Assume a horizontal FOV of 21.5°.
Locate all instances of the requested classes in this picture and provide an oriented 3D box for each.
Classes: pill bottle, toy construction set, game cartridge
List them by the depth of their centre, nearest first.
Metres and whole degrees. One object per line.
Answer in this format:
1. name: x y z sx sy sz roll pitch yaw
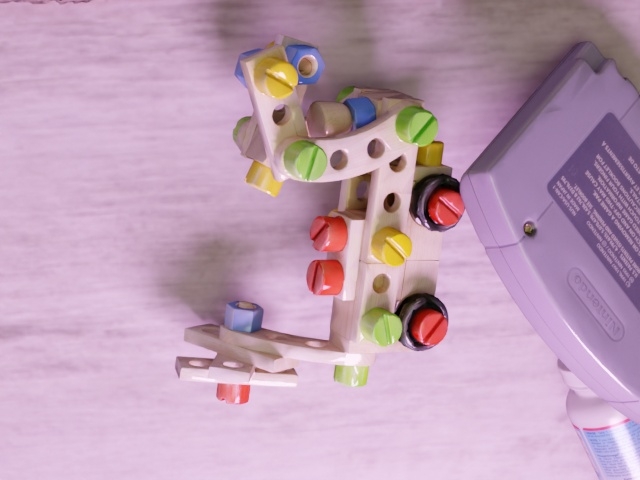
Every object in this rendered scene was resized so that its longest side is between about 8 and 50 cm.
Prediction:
1. toy construction set: 0.000 0.000 1.365 0.215 0.151 0.328 0 118 -31
2. game cartridge: 0.247 0.009 1.391 0.198 0.062 0.297 -46 108 -21
3. pill bottle: 0.269 0.161 1.475 0.087 0.087 0.160 -26 109 4
